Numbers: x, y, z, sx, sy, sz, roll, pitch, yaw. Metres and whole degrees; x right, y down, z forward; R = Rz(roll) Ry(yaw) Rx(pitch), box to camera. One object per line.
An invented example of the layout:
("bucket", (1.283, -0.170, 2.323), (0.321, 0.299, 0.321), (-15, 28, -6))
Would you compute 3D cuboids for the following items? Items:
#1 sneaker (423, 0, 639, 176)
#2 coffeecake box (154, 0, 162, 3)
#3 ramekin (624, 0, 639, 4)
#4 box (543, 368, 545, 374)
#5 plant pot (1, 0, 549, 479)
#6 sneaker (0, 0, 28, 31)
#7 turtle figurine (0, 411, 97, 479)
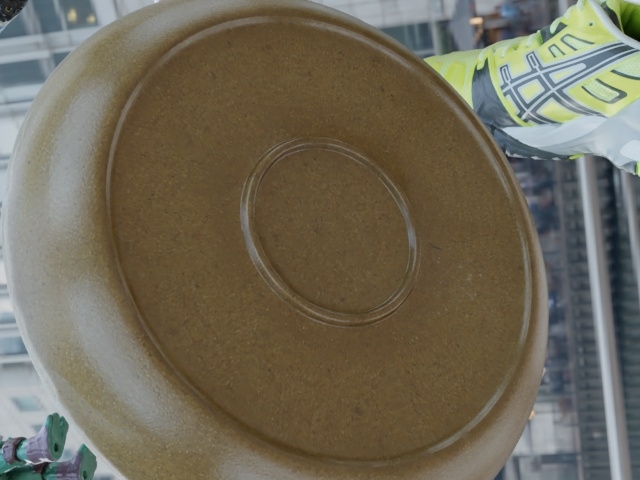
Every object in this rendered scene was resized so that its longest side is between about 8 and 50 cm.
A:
("sneaker", (0.235, -0.152, 0.989), (0.145, 0.384, 0.147), (-27, -63, -40))
("coffeecake box", (-0.058, -0.269, 1.122), (0.142, 0.185, 0.068), (-33, -70, -67))
("ramekin", (0.169, -0.243, 0.538), (0.148, 0.303, 0.303), (-60, -21, -10))
("box", (0.203, 0.069, 1.539), (0.324, 0.063, 0.067), (59, -146, -8))
("plant pot", (0.000, 0.000, 0.429), (0.032, 0.236, 0.236), (-37, 46, 53))
("sneaker", (-0.428, -0.270, 1.369), (0.085, 0.237, 0.086), (33, -157, -24))
("turtle figurine", (-0.386, 0.252, 1.273), (0.175, 0.234, 0.118), (49, -144, -66))
